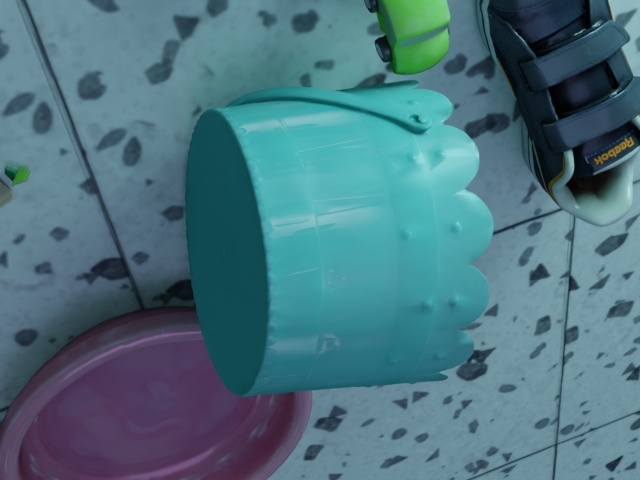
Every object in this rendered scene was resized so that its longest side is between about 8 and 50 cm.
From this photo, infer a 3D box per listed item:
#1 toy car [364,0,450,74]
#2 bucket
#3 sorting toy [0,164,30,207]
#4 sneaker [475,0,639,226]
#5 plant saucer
[{"bbox_3d":[0.059,-0.232,0.745,0.239,0.053,0.225,-22,116,-6],"label":"toy car"},{"bbox_3d":[0.000,0.000,0.824,0.183,0.281,0.281,-6,131,-22],"label":"bucket"},{"bbox_3d":[-0.290,-0.047,0.816,0.083,0.012,0.062,-32,135,4],"label":"sorting toy"},{"bbox_3d":[0.242,-0.146,0.909,0.126,0.127,0.321,-28,134,2],"label":"sneaker"},{"bbox_3d":[-0.176,0.187,1.033,0.332,0.084,0.332,-14,134,-15],"label":"plant saucer"}]
